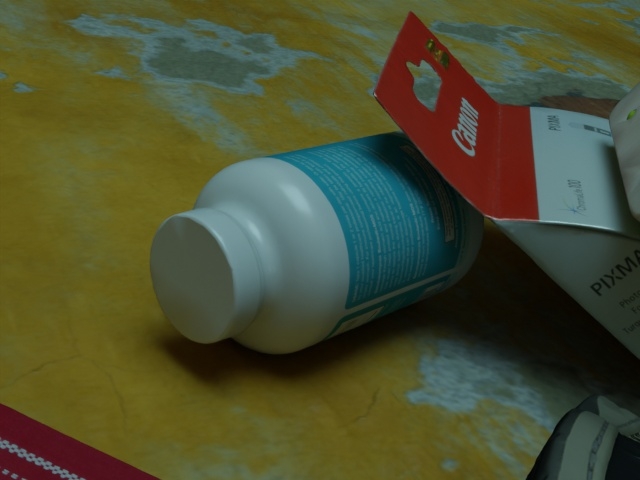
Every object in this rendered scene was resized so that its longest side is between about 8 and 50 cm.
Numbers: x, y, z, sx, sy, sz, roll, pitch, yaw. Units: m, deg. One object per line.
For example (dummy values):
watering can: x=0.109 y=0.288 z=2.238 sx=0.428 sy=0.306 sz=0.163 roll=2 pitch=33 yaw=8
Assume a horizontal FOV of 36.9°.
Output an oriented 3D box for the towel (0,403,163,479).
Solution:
towel: x=-0.140 y=0.181 z=0.418 sx=0.199 sy=0.031 sz=0.275 roll=25 pitch=26 yaw=1

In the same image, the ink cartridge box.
ink cartridge box: x=0.226 y=-0.062 z=0.842 sx=0.385 sy=0.091 sz=0.308 roll=43 pitch=25 yaw=-10

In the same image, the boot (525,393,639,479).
boot: x=0.211 y=0.192 z=0.411 sx=0.284 sy=0.138 sz=0.377 roll=26 pitch=6 yaw=19

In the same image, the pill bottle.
pill bottle: x=0.000 y=0.000 z=0.742 sx=0.146 sy=0.146 sz=0.264 roll=31 pitch=31 yaw=33

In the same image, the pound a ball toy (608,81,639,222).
pound a ball toy: x=0.357 y=-0.049 z=0.769 sx=0.208 sy=0.136 sz=0.319 roll=42 pitch=26 yaw=-6
